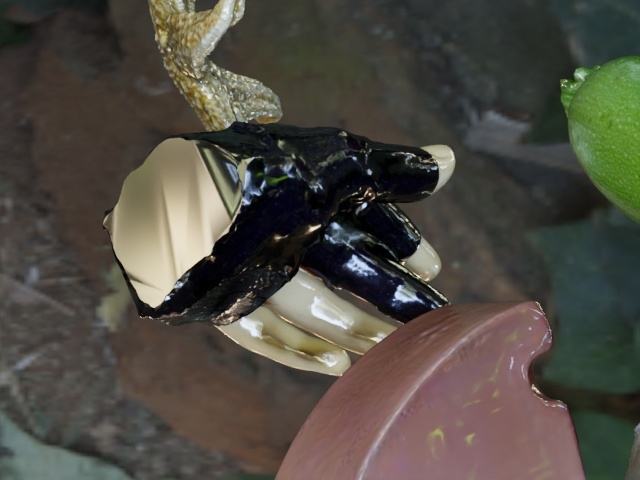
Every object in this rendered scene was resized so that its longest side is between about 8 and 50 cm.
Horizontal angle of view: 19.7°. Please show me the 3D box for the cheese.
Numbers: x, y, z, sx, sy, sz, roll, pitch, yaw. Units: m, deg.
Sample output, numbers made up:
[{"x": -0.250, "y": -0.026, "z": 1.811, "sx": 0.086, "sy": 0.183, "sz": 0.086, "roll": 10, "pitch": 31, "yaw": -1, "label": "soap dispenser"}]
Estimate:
[{"x": 0.096, "y": 0.125, "z": 1.215, "sx": 0.203, "sy": 0.128, "sz": 0.177, "roll": 20, "pitch": 78, "yaw": -23, "label": "cheese"}]

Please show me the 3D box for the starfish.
[{"x": -0.103, "y": -0.181, "z": 1.738, "sx": 0.094, "sy": 0.327, "sz": 0.375, "roll": -25, "pitch": 94, "yaw": -2, "label": "starfish"}]

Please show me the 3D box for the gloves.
[{"x": -0.006, "y": -0.006, "z": 1.293, "sx": 0.301, "sy": 0.152, "sz": 0.197, "roll": 26, "pitch": 112, "yaw": -41, "label": "gloves"}]

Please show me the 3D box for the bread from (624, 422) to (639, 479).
[{"x": 0.311, "y": 0.140, "z": 1.274, "sx": 0.102, "sy": 0.337, "sz": 0.183, "roll": 25, "pitch": 42, "yaw": -6, "label": "bread"}]

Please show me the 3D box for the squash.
[{"x": 0.223, "y": -0.041, "z": 1.073, "sx": 0.101, "sy": 0.379, "sz": 0.101, "roll": -5, "pitch": 111, "yaw": -13, "label": "squash"}]
